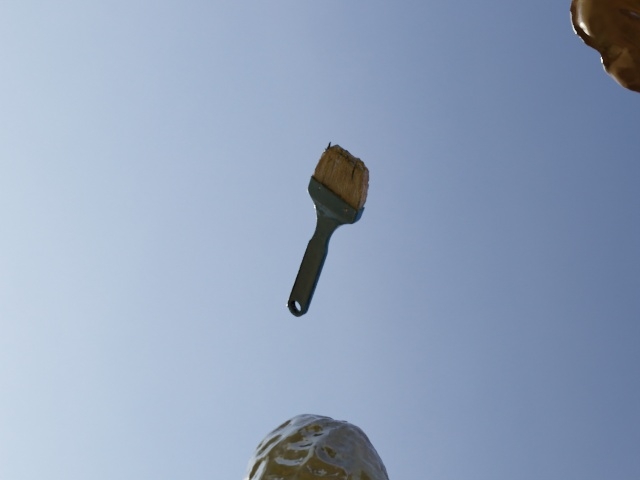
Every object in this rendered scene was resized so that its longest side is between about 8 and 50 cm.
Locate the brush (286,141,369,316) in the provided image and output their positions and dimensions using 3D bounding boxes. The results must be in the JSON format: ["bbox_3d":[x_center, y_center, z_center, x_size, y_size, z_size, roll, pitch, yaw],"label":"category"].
[{"bbox_3d":[0.000,0.000,0.666,0.051,0.014,0.164,39,-51,24],"label":"brush"}]

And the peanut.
[{"bbox_3d":[-0.019,0.240,0.607,0.136,0.298,0.120,-33,-75,32],"label":"peanut"}]

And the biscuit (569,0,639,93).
[{"bbox_3d":[0.329,-0.236,0.596,0.325,0.107,0.326,25,-49,33],"label":"biscuit"}]
